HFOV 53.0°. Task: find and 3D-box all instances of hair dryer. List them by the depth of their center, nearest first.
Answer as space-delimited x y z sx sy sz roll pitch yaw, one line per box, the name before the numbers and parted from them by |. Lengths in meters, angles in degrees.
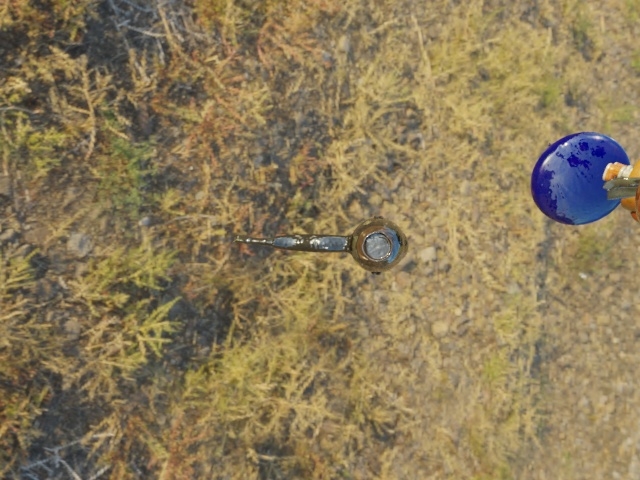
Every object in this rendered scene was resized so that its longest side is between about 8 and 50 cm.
hair dryer | 0.000 0.000 1.335 0.304 0.360 0.120 -52 145 -85

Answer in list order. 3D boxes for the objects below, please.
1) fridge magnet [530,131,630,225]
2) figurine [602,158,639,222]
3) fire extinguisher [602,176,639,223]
fridge magnet | 0.706 -0.168 1.748 0.112 0.266 0.265 -81 154 -64
figurine | 0.673 -0.093 1.205 0.143 0.271 0.143 -11 107 -42
fire extinguisher | 0.401 -0.013 0.581 0.376 0.200 0.113 -59 162 -72
